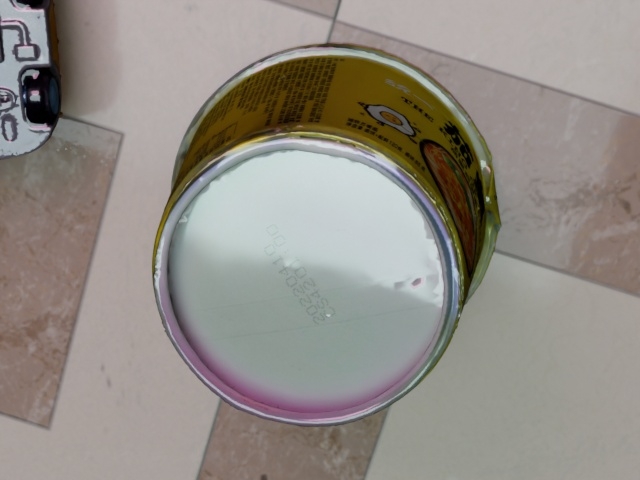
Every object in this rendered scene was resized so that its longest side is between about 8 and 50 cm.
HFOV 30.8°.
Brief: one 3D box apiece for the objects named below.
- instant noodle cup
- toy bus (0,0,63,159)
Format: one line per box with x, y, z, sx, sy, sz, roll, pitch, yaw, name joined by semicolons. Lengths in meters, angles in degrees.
0.000;0.000;1.020;0.326;0.254;0.325;1;105;5;instant noodle cup
-0.299;-0.186;1.056;0.126;0.136;0.209;-3;106;0;toy bus
